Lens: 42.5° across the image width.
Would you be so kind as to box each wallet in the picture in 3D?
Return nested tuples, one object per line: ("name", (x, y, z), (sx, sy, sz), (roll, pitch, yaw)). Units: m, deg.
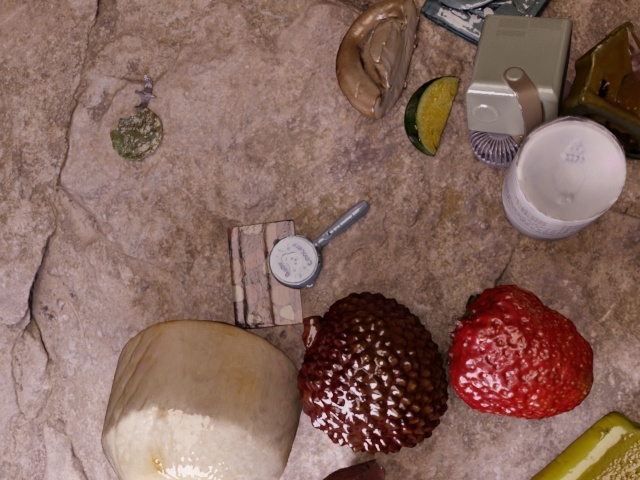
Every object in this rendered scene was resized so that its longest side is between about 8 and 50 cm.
("wallet", (0.397, -0.582, 1.762), (0.237, 0.075, 0.342), (35, 91, 17))

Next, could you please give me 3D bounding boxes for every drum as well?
("drum", (0.009, 0.019, 1.781), (0.253, 0.049, 0.130), (-24, 80, 4))

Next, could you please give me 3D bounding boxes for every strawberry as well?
("strawberry", (0.382, 0.221, 1.571), (0.277, 0.257, 0.257), (18, 87, 23))

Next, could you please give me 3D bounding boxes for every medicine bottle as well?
("medicine bottle", (0.448, -0.105, 1.560), (0.190, 0.332, 0.189), (-1, 84, 8))

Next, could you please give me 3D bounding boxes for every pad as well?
("pad", (-0.124, 0.076, 1.826), (0.158, 0.003, 0.234), (-7, 82, 11))

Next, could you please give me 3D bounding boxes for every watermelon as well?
("watermelon", (0.224, -0.279, 1.780), (0.092, 0.075, 0.181), (18, 88, -30))

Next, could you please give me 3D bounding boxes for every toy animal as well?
("toy animal", (-0.407, -0.343, 1.928), (0.050, 0.028, 0.084), (19, 88, 22))

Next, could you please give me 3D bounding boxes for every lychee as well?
("lychee", (0.098, 0.252, 1.607), (0.330, 0.306, 0.306), (32, 90, -5))

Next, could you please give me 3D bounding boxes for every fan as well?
("fan", (0.425, -0.251, 1.716), (0.244, 0.074, 0.130), (-33, 66, 1))

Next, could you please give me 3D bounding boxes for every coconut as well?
("coconut", (-0.230, 0.334, 1.654), (0.416, 0.344, 0.415), (4, 45, -4))

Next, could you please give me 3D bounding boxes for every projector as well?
("projector", (0.390, -0.315, 1.622), (0.178, 0.163, 0.242), (7, 63, 18))

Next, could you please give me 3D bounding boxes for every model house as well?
("model house", (0.586, -0.312, 1.607), (0.174, 0.268, 0.239), (15, 81, 24))

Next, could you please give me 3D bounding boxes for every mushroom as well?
("mushroom", (0.105, -0.393, 1.769), (0.151, 0.156, 0.285), (11, 73, 25))

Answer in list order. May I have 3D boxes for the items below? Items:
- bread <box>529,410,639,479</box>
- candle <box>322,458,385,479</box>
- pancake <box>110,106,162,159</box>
("bread", (0.491, 0.493, 1.581), (0.383, 0.112, 0.166), (-43, 78, 3))
("candle", (0.072, 0.555, 1.603), (0.132, 0.316, 0.287), (-17, 40, 14))
("pancake", (-0.428, -0.244, 1.923), (0.130, 0.022, 0.116), (-23, 81, 8))
